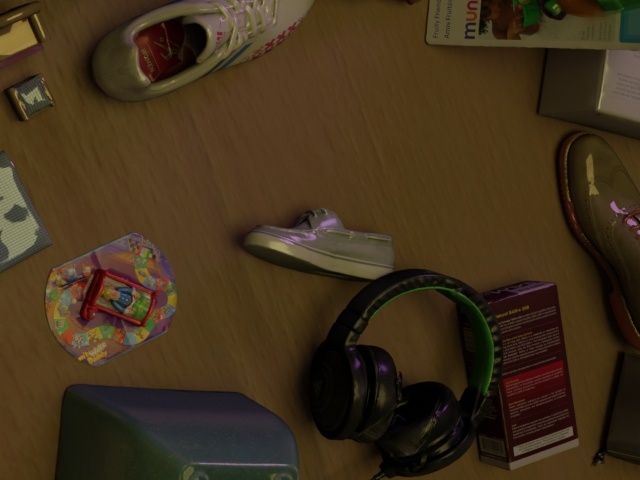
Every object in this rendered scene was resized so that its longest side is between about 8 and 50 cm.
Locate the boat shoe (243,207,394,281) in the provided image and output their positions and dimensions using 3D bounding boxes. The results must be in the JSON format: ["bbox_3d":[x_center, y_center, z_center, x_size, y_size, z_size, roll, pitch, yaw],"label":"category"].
[{"bbox_3d":[0.001,0.000,1.761,0.228,0.079,0.081,14,78,-35],"label":"boat shoe"}]

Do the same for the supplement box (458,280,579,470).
[{"bbox_3d":[0.277,0.186,1.919,0.130,0.073,0.239,-13,99,-29],"label":"supplement box"}]

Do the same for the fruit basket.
[{"bbox_3d":[0.316,-0.415,1.793,0.165,0.353,0.327,8,87,-74],"label":"fruit basket"}]

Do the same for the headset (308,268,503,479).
[{"bbox_3d":[0.097,0.229,1.755,0.243,0.185,0.394,32,86,-26],"label":"headset"}]

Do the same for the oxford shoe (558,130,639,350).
[{"bbox_3d":[0.459,-0.005,1.972,0.123,0.130,0.348,-31,98,-25],"label":"oxford shoe"}]

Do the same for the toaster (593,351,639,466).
[{"bbox_3d":[0.519,0.267,2.038,0.168,0.110,0.185,16,84,-28],"label":"toaster"}]

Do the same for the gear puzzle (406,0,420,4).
[{"bbox_3d":[0.054,-0.392,1.705,0.339,0.044,0.175,-2,113,-47],"label":"gear puzzle"}]

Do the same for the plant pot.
[{"bbox_3d":[-0.152,0.308,1.581,0.247,0.252,0.247,7,88,-29],"label":"plant pot"}]

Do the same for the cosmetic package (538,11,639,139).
[{"bbox_3d":[0.452,-0.268,1.962,0.224,0.138,0.224,11,85,-29],"label":"cosmetic package"}]

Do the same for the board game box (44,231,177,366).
[{"bbox_3d":[-0.243,0.073,1.645,0.169,0.033,0.133,-26,104,-26],"label":"board game box"}]

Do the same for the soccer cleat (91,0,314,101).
[{"bbox_3d":[-0.116,-0.255,1.641,0.331,0.143,0.116,-32,107,-25],"label":"soccer cleat"}]

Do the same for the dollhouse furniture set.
[{"bbox_3d":[-0.361,-0.071,1.480,0.286,0.198,0.303,-29,106,-25],"label":"dollhouse furniture set"}]
